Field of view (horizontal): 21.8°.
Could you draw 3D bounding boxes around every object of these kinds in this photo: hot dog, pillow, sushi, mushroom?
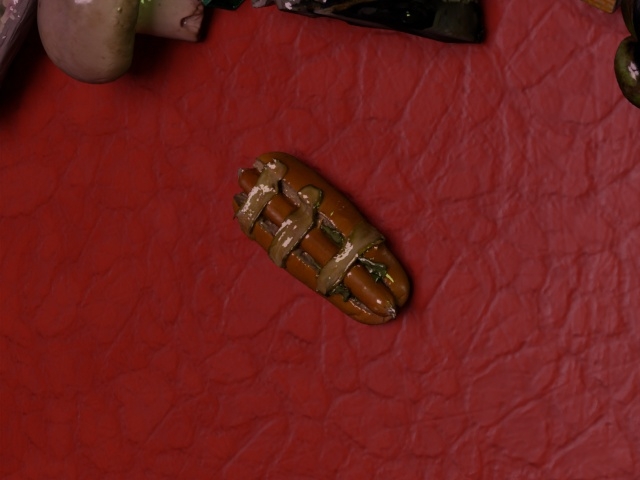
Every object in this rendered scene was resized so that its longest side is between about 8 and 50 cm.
[{"bbox_3d":[0.000,0.000,1.842,0.269,0.072,0.109,42,111,26],"label":"hot dog"},{"bbox_3d":[-0.394,-0.252,2.051,0.255,0.059,0.169,-57,22,26],"label":"pillow"},{"bbox_3d":[0.043,-0.288,1.799,0.273,0.134,0.109,14,93,38],"label":"sushi"},{"bbox_3d":[-0.230,-0.280,1.936,0.204,0.204,0.204,-1,89,31],"label":"mushroom"}]

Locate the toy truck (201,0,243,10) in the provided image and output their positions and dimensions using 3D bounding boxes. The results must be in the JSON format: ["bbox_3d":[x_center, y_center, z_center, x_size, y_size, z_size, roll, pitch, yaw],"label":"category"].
[{"bbox_3d":[-0.127,-0.349,1.926,0.079,0.065,0.147,-39,72,26],"label":"toy truck"}]

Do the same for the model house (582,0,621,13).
[{"bbox_3d":[0.285,-0.286,1.663,0.088,0.101,0.100,29,106,27],"label":"model house"}]

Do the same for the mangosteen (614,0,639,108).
[{"bbox_3d":[0.383,-0.190,1.546,0.243,0.243,0.243,-1,89,31],"label":"mangosteen"}]
